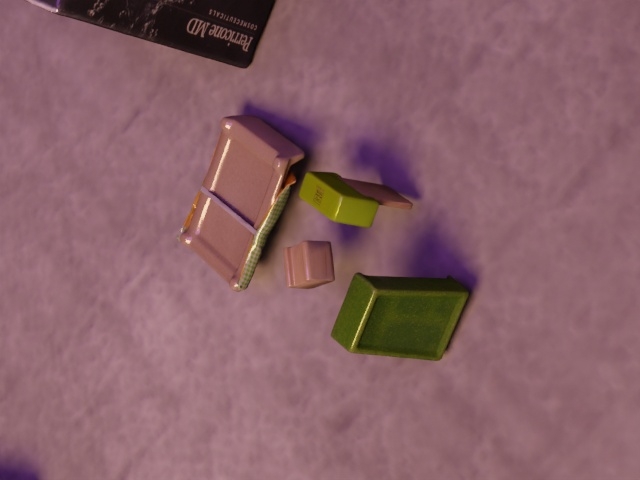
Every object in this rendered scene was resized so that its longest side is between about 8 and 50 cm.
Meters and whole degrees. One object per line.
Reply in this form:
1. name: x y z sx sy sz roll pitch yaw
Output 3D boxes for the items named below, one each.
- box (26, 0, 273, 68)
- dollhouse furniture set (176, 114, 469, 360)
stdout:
1. box: -0.078 -0.177 0.615 0.093 0.156 0.158 28 101 26
2. dollhouse furniture set: 0.000 0.000 0.639 0.152 0.058 0.076 38 114 45
